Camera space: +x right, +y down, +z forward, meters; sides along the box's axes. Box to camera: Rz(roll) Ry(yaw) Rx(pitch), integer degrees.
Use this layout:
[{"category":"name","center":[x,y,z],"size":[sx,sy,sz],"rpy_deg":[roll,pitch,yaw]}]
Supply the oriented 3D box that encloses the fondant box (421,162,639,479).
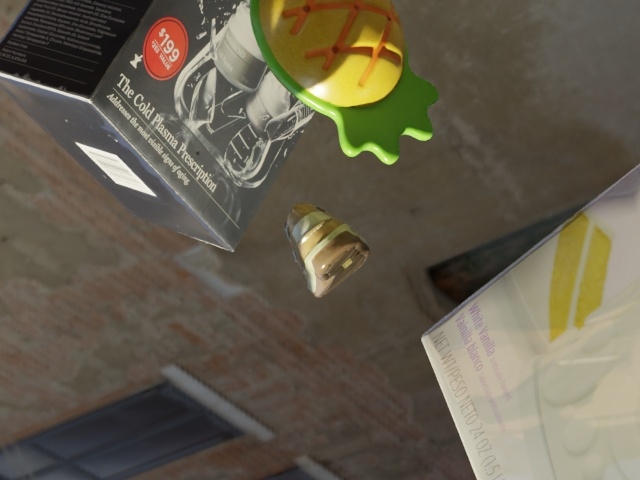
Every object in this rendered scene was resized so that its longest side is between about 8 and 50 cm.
[{"category":"fondant box","center":[0.232,0.064,0.629],"size":[0.096,0.330,0.238],"rpy_deg":[23,-143,-43]}]

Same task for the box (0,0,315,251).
[{"category":"box","center":[-0.165,-0.214,1.399],"size":[0.313,0.179,0.343],"rpy_deg":[-62,-33,-16]}]

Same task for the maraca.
[{"category":"maraca","center":[0.020,-0.147,0.938],"size":[0.127,0.099,0.186],"rpy_deg":[-35,-90,-27]}]

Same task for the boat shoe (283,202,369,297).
[{"category":"boat shoe","center":[0.000,0.000,1.066],"size":[0.072,0.068,0.190],"rpy_deg":[47,171,9]}]
